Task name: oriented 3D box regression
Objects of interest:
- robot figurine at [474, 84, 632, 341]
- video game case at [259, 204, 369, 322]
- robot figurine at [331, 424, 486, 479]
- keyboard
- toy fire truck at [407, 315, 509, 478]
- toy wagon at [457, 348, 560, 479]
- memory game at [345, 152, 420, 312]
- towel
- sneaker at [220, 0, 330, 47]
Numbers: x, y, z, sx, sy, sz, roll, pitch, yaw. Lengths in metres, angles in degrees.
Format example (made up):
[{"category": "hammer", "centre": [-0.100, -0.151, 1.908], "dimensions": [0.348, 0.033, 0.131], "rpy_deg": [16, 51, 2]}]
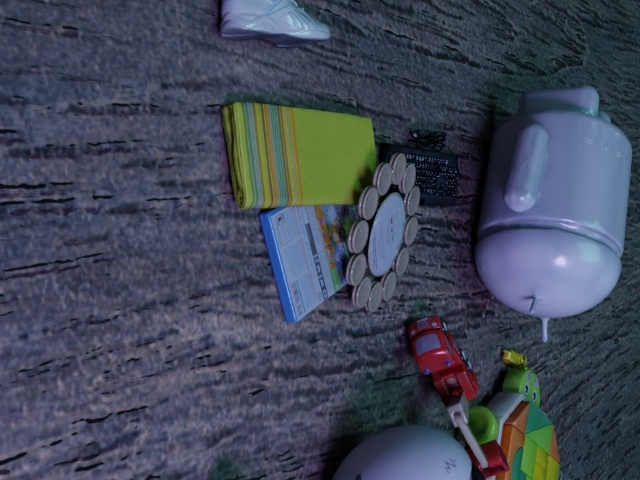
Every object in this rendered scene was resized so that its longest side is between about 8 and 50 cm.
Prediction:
[{"category": "robot figurine", "centre": [0.328, -0.043, 1.299], "dimensions": [0.300, 0.199, 0.354], "rpy_deg": [36, 60, -48]}, {"category": "video game case", "centre": [0.000, 0.000, 0.985], "dimensions": [0.166, 0.015, 0.119], "rpy_deg": [-34, 115, -51]}, {"category": "robot figurine", "centre": [0.121, 0.331, 0.977], "dimensions": [0.173, 0.209, 0.278], "rpy_deg": [-33, 100, -8]}, {"category": "keyboard", "centre": [0.137, -0.095, 1.170], "dimensions": [0.192, 0.038, 0.100], "rpy_deg": [-1, 89, -56]}, {"category": "toy fire truck", "centre": [0.170, 0.197, 1.143], "dimensions": [0.192, 0.047, 0.135], "rpy_deg": [55, 18, -39]}, {"category": "toy wagon", "centre": [0.275, 0.322, 1.318], "dimensions": [0.267, 0.068, 0.345], "rpy_deg": [41, 56, -47]}, {"category": "memory game", "centre": [0.073, -0.007, 1.051], "dimensions": [0.186, 0.012, 0.186], "rpy_deg": [-40, 137, -51]}, {"category": "towel", "centre": [-0.012, -0.085, 0.954], "dimensions": [0.237, 0.021, 0.102], "rpy_deg": [-5, 88, -53]}, {"category": "sneaker", "centre": [-0.040, -0.225, 0.907], "dimensions": [0.152, 0.053, 0.061], "rpy_deg": [-4, 89, -55]}]
